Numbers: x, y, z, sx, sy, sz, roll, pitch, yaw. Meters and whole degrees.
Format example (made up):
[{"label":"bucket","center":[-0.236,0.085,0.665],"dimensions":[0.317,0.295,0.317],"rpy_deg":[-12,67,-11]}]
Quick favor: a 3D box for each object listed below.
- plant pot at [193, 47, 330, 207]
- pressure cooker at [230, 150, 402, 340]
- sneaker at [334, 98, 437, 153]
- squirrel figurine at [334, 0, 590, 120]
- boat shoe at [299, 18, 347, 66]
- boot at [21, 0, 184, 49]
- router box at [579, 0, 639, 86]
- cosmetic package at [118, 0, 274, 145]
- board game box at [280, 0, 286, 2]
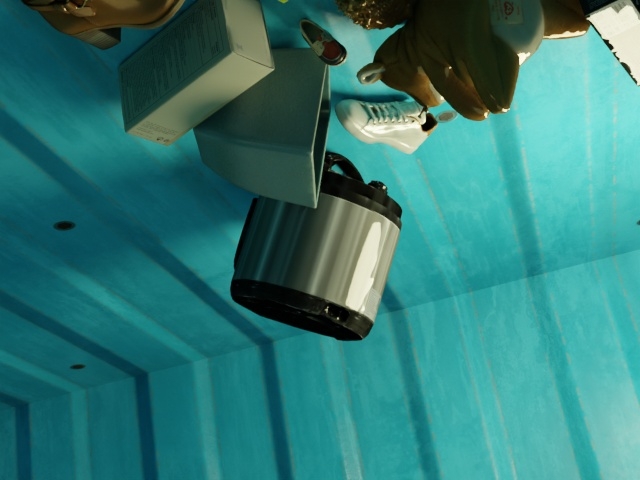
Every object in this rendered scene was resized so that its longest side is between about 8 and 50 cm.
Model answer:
[{"label":"plant pot","center":[-0.118,-0.236,1.972],"dimensions":[0.252,0.247,0.248],"rpy_deg":[6,156,5]},{"label":"pressure cooker","center":[0.006,0.002,2.355],"dimensions":[0.375,0.420,0.370],"rpy_deg":[21,168,-16]},{"label":"sneaker","center":[0.152,-0.281,2.159],"dimensions":[0.123,0.106,0.290],"rpy_deg":[-39,152,31]},{"label":"squirrel figurine","center":[0.202,-0.401,1.751],"dimensions":[0.397,0.281,0.370],"rpy_deg":[46,159,-19]},{"label":"boat shoe","center":[0.004,-0.376,1.838],"dimensions":[0.049,0.137,0.043],"rpy_deg":[-41,139,5]},{"label":"boot","center":[-0.365,-0.437,1.610],"dimensions":[0.283,0.109,0.220],"rpy_deg":[-18,152,33]},{"label":"router box","center":[0.528,-0.449,1.748],"dimensions":[0.081,0.243,0.309],"rpy_deg":[-23,152,27]},{"label":"cosmetic package","center":[-0.240,-0.323,1.818],"dimensions":[0.309,0.160,0.113],"rpy_deg":[-27,152,35]},{"label":"board game box","center":[-0.117,-0.474,1.614],"dimensions":[0.043,0.092,0.181],"rpy_deg":[-28,150,36]}]
